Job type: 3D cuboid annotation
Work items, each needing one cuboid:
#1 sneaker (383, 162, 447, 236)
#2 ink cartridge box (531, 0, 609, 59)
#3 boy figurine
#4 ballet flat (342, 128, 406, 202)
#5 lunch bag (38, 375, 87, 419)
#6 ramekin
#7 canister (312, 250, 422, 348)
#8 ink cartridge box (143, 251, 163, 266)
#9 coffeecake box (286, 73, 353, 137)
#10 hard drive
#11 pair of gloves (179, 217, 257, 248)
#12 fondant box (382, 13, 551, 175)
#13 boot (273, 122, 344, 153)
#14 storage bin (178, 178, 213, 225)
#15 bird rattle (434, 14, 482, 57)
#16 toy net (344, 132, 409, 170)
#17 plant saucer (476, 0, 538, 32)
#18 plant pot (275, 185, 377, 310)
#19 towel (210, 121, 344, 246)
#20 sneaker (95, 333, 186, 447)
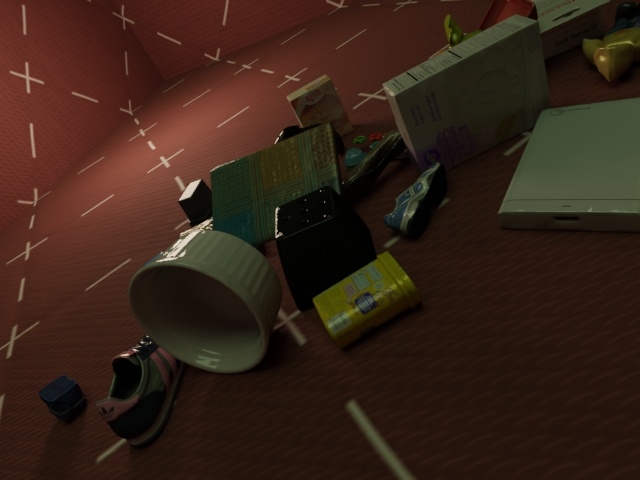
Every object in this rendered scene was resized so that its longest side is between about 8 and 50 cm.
[{"bbox_3d":[0.212,-0.099,1.034,0.081,0.080,0.211,10,49,40],"label":"sneaker"},{"bbox_3d":[0.649,-0.621,1.352,0.207,0.119,0.353,-21,34,14],"label":"ink cartridge box"},{"bbox_3d":[0.721,-0.479,1.142,0.177,0.092,0.285,13,49,43],"label":"boy figurine"},{"bbox_3d":[0.124,-0.190,1.185,0.250,0.084,0.058,-46,62,-1],"label":"ballet flat"},{"bbox_3d":[-0.563,0.350,1.045,0.099,0.065,0.067,5,31,42],"label":"lunch bag"},{"bbox_3d":[-0.208,0.113,0.910,0.277,0.277,0.135,-11,31,26],"label":"ramekin"},{"bbox_3d":[0.081,0.108,0.869,0.170,0.073,0.126,-32,34,0],"label":"canister"},{"bbox_3d":[-0.368,0.114,1.168,0.062,0.104,0.181,-37,34,-10],"label":"ink cartridge box"},{"bbox_3d":[0.000,-0.399,1.490,0.142,0.185,0.068,-30,33,1],"label":"coffeecake box"},{"bbox_3d":[0.510,-0.154,0.913,0.233,0.047,0.353,3,45,39],"label":"hard drive"},{"bbox_3d":[-0.280,0.003,1.306,0.204,0.042,0.240,-29,39,-8],"label":"pair of gloves"},{"bbox_3d":[0.339,-0.318,1.083,0.331,0.238,0.096,-26,36,6],"label":"fondant box"},{"bbox_3d":[-0.083,-0.259,1.430,0.263,0.091,0.229,-4,-17,-39],"label":"boot"},{"bbox_3d":[-0.387,-0.128,1.513,0.098,0.091,0.135,-14,38,23],"label":"storage bin"},{"bbox_3d":[0.378,-0.520,1.418,0.253,0.143,0.207,-61,-6,24],"label":"bird rattle"},{"bbox_3d":[0.173,-0.247,1.294,0.232,0.045,0.122,5,45,38],"label":"toy net"},{"bbox_3d":[0.493,-0.548,1.323,0.048,0.258,0.259,16,35,-12],"label":"plant saucer"},{"bbox_3d":[0.000,0.000,0.987,0.188,0.167,0.188,-22,33,11],"label":"plant pot"},{"bbox_3d":[-0.117,-0.123,1.186,0.370,0.040,0.271,-17,63,22],"label":"towel"},{"bbox_3d":[-0.352,0.241,0.966,0.112,0.131,0.319,-22,34,12],"label":"sneaker"}]
